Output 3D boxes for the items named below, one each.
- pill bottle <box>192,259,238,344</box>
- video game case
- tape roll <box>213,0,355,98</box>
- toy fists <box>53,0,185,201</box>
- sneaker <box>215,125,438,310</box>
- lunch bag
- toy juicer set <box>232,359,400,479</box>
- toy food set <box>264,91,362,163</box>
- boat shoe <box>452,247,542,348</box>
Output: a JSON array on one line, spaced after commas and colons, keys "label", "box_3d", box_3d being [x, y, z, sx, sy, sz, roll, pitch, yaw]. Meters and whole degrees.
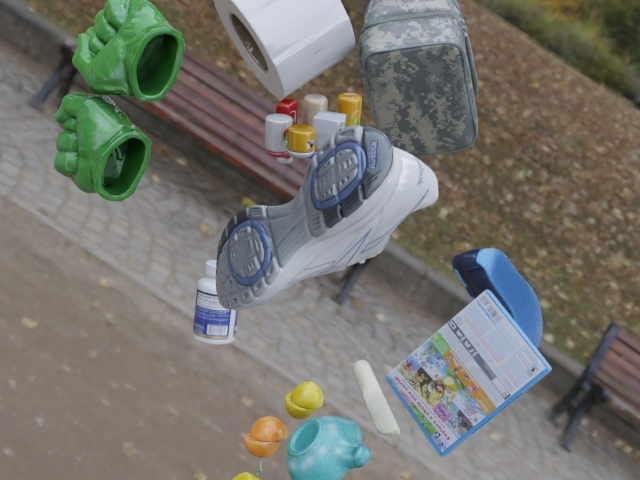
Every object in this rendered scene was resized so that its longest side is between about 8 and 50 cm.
[{"label": "pill bottle", "box_3d": [-0.157, 0.093, 1.496, 0.067, 0.120, 0.067, 7, 11, -1]}, {"label": "video game case", "box_3d": [0.169, 0.155, 1.143, 0.119, 0.166, 0.015, 54, 17, 24]}, {"label": "tape roll", "box_3d": [-0.069, -0.415, 1.856, 0.246, 0.169, 0.246, 53, -9, 13]}, {"label": "toy fists", "box_3d": [-0.288, -0.197, 1.334, 0.096, 0.279, 0.142, 3, 26, -44]}, {"label": "sneaker", "box_3d": [0.000, 0.000, 1.022, 0.129, 0.297, 0.111, 17, 53, -41]}, {"label": "lunch bag", "box_3d": [0.196, -0.354, 1.946, 0.305, 0.213, 0.256, 69, 16, -45]}, {"label": "toy juicer set", "box_3d": [0.008, 0.296, 1.496, 0.089, 0.329, 0.209, 46, 28, -24]}, {"label": "toy food set", "box_3d": [-0.016, -0.149, 1.475, 0.111, 0.104, 0.232, 10, 25, 14]}, {"label": "boat shoe", "box_3d": [0.311, 0.097, 1.704, 0.089, 0.109, 0.258, 1, -46, 40]}]
